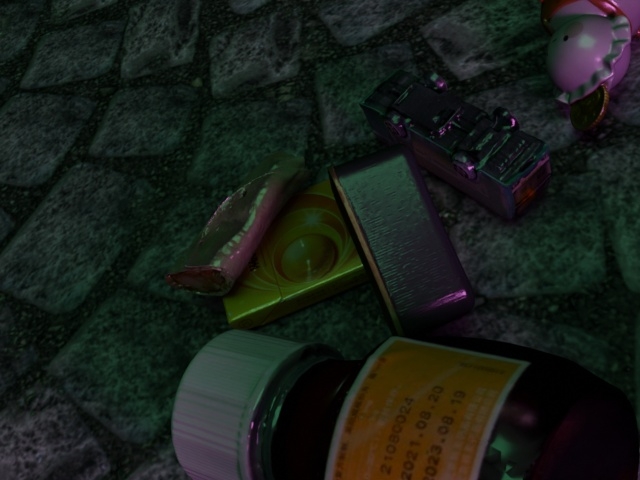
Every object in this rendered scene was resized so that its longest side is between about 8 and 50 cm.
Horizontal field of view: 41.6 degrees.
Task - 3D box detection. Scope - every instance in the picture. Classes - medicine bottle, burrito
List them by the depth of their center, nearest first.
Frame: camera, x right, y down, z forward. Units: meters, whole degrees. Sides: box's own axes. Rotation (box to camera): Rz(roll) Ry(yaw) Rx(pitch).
[{"bbox_3d":[0.058,0.190,0.770,0.395,0.242,0.242,7,58,42],"label":"medicine bottle"},{"bbox_3d":[-0.093,-0.025,1.020,0.087,0.060,0.226,21,66,37],"label":"burrito"}]

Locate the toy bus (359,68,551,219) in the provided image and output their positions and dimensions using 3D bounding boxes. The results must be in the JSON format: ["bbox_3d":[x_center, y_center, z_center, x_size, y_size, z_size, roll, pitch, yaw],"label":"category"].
[{"bbox_3d":[0.161,-0.124,1.022,0.091,0.109,0.262,-42,50,-9],"label":"toy bus"}]

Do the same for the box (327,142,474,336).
[{"bbox_3d":[0.086,0.005,0.901,0.090,0.144,0.200,-22,79,0],"label":"box"}]

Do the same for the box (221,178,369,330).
[{"bbox_3d":[0.000,0.000,1.035,0.269,0.043,0.152,-23,51,5],"label":"box"}]

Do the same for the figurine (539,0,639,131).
[{"bbox_3d":[0.342,-0.258,1.048,0.143,0.143,0.271,-8,73,16],"label":"figurine"}]
